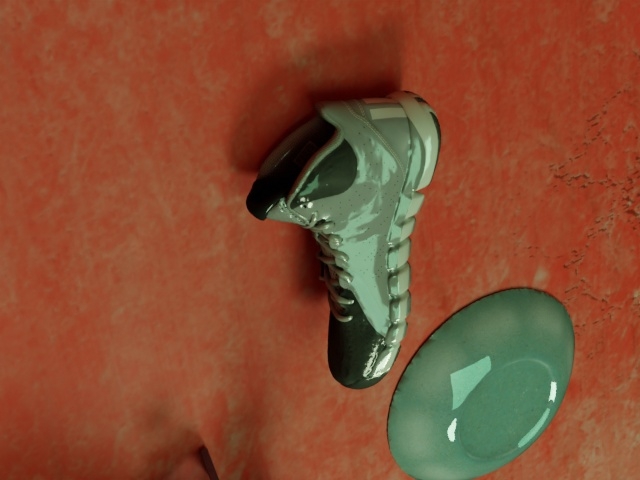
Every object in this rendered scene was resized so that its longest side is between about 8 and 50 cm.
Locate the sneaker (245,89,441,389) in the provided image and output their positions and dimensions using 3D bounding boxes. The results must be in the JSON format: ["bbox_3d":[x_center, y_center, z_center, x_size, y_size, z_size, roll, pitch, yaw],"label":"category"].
[{"bbox_3d":[0.000,0.000,1.411,0.132,0.086,0.228,-1,109,-32],"label":"sneaker"}]

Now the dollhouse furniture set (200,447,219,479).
[{"bbox_3d":[-0.101,0.238,1.498,0.081,0.091,0.114,-20,134,-6],"label":"dollhouse furniture set"}]

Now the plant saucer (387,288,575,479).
[{"bbox_3d":[0.146,0.132,1.636,0.195,0.037,0.195,-20,128,-27],"label":"plant saucer"}]
